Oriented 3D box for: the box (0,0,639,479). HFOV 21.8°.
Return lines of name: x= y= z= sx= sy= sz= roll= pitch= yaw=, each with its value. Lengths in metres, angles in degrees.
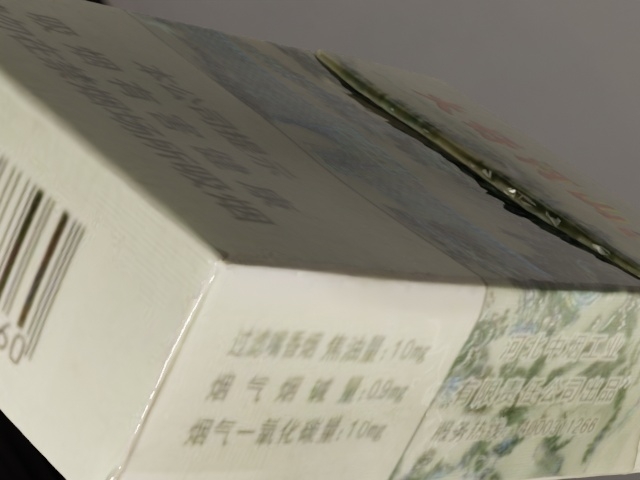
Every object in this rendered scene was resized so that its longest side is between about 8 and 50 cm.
box: x=0.000 y=0.000 z=0.484 sx=0.256 sy=0.164 sz=0.069 roll=5 pitch=116 yaw=-49
